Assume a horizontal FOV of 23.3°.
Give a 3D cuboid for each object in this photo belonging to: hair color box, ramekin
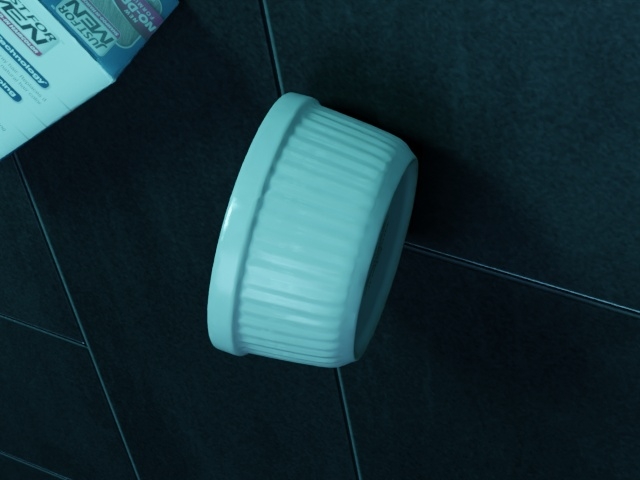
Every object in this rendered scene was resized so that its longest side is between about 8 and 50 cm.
[{"bbox_3d":[-0.285,-0.169,1.305,0.174,0.105,0.347,46,145,-16],"label":"hair color box"},{"bbox_3d":[0.000,0.000,1.191,0.109,0.207,0.207,17,143,10],"label":"ramekin"}]
